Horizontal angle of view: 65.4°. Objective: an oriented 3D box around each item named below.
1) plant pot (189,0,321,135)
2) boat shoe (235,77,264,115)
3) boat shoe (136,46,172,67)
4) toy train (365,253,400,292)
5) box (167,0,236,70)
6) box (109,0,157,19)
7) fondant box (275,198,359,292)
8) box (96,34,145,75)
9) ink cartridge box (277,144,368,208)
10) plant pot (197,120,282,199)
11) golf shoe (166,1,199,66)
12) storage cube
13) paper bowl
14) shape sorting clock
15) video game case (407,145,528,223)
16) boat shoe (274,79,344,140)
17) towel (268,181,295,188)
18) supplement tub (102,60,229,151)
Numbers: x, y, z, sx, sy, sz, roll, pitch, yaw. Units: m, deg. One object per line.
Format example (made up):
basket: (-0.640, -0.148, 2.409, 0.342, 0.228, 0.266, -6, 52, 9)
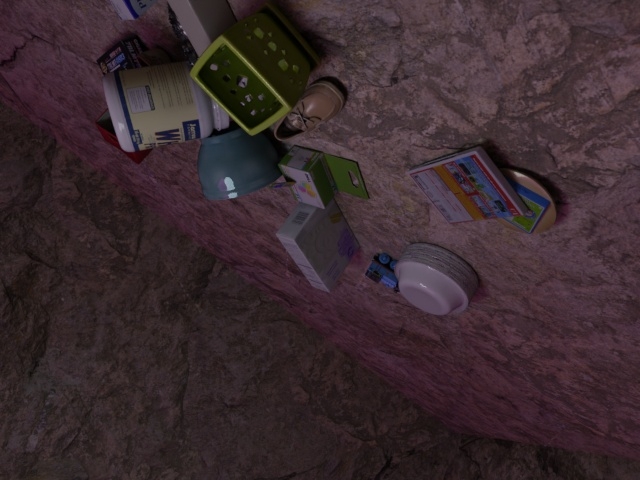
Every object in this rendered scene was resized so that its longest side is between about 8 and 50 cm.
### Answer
plant pot: (-0.148, -0.431, 1.237, 0.228, 0.207, 0.227, 45, 152, -20)
boat shoe: (-0.206, -0.436, 1.470, 0.096, 0.088, 0.267, 39, 157, -8)
boat shoe: (-0.507, -0.497, 1.664, 0.105, 0.089, 0.285, -20, 104, 49)
toy train: (0.264, 0.129, 1.907, 0.184, 0.105, 0.080, 32, 157, 8)
box: (-0.299, -0.582, 1.287, 0.094, 0.113, 0.275, 20, 152, 33)
box: (-0.504, -0.684, 1.332, 0.072, 0.137, 0.126, 20, 153, 31)
fondant box: (0.000, 0.000, 1.848, 0.096, 0.238, 0.330, 15, 150, 37)
box: (-0.671, -0.550, 1.801, 0.296, 0.073, 0.293, 2, 119, 50)
ink cartridge box: (0.011, -0.193, 1.638, 0.255, 0.097, 0.188, 21, 153, 33)
plant pot: (-0.288, -0.288, 1.674, 0.293, 0.293, 0.196, 11, 128, 45)
golf shoe: (-0.367, -0.597, 1.414, 0.198, 0.094, 0.077, 68, 165, -13)
storage cube: (-0.776, -0.463, 2.062, 0.184, 0.215, 0.193, 36, 164, -3)
paper bowl: (0.386, 0.149, 1.729, 0.284, 0.148, 0.284, 30, 158, 14)
shape sorting clock: (0.485, -0.097, 1.238, 0.206, 0.040, 0.206, 38, 162, 15)
video game case: (0.369, -0.132, 1.293, 0.204, 0.025, 0.285, 48, 161, -14)
boat shoe: (-0.040, -0.350, 1.396, 0.109, 0.098, 0.302, 44, 156, -20)
towel: (-0.127, -0.183, 1.644, 0.060, 0.083, 0.009, -13, 85, 64)
supplement tub: (-0.460, -0.409, 1.504, 0.235, 0.325, 0.235, 165, 90, -75)
